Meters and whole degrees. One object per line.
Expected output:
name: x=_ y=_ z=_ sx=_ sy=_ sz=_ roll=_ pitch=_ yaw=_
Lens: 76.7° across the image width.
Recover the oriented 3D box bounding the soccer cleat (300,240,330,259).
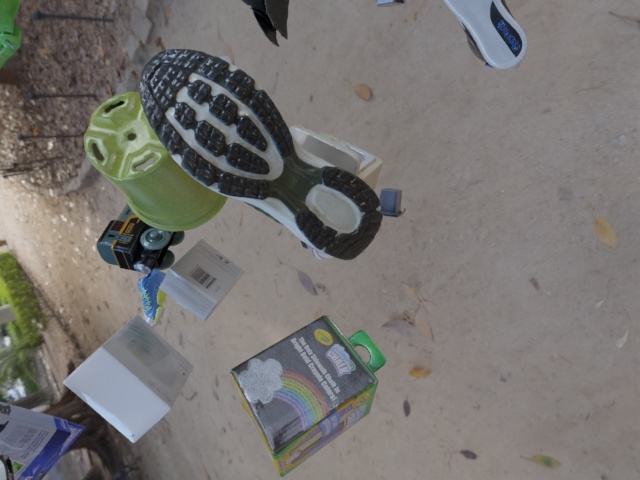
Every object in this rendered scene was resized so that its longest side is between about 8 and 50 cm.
soccer cleat: x=0.000 y=0.000 z=1.713 sx=0.116 sy=0.318 sz=0.108 roll=-6 pitch=68 yaw=16

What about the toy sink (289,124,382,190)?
toy sink: x=0.024 y=-0.123 z=0.817 sx=0.153 sy=0.131 sz=0.234 roll=30 pitch=138 yaw=20

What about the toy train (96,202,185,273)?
toy train: x=-0.499 y=-0.053 z=1.187 sx=0.190 sy=0.334 sz=0.142 roll=11 pitch=141 yaw=-1

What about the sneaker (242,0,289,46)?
sneaker: x=-0.086 y=-0.409 z=0.648 sx=0.051 sy=0.089 sz=0.170 roll=-13 pitch=69 yaw=42

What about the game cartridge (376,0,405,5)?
game cartridge: x=0.190 y=-0.649 z=1.102 sx=0.056 sy=0.083 sz=0.017 roll=14 pitch=121 yaw=32

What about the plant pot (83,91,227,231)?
plant pot: x=-0.356 y=-0.180 z=0.886 sx=0.276 sy=0.276 sz=0.254 roll=61 pitch=176 yaw=10

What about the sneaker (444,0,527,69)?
sneaker: x=0.236 y=-0.362 z=0.627 sx=0.079 sy=0.121 sz=0.217 roll=-27 pitch=101 yaw=20

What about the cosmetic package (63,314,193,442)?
cosmetic package: x=-0.480 y=0.346 z=1.052 sx=0.224 sy=0.138 sz=0.224 roll=47 pitch=-175 yaw=-10

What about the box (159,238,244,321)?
box: x=-0.375 y=0.125 z=1.294 sx=0.181 sy=0.182 sz=0.119 roll=38 pitch=126 yaw=-5

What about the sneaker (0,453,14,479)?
sneaker: x=-0.487 y=0.409 z=0.589 sx=0.072 sy=0.077 sz=0.178 roll=-4 pitch=95 yaw=57

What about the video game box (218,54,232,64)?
video game box: x=-0.358 y=-0.465 z=1.259 sx=0.187 sy=0.205 sz=0.048 roll=86 pitch=166 yaw=-61

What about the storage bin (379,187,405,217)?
storage bin: x=0.250 y=-0.134 z=1.415 sx=0.098 sy=0.135 sz=0.091 roll=11 pitch=103 yaw=19

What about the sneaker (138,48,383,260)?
sneaker: x=-0.098 y=-0.114 z=0.641 sx=0.410 sy=0.158 sz=0.182 roll=39 pitch=172 yaw=-24

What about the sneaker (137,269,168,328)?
sneaker: x=-0.623 y=0.207 z=1.465 sx=0.091 sy=0.240 sz=0.126 roll=-22 pitch=134 yaw=37

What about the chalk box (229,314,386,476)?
chalk box: x=-0.004 y=0.215 z=0.606 sx=0.132 sy=0.213 sz=0.132 roll=49 pitch=153 yaw=34

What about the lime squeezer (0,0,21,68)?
lime squeezer: x=-0.298 y=-0.165 z=0.317 sx=0.059 sy=0.110 sz=0.310 roll=45 pitch=131 yaw=24

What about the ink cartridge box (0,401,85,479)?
ink cartridge box: x=-0.686 y=0.448 z=0.852 sx=0.065 sy=0.186 sz=0.311 roll=25 pitch=162 yaw=41
